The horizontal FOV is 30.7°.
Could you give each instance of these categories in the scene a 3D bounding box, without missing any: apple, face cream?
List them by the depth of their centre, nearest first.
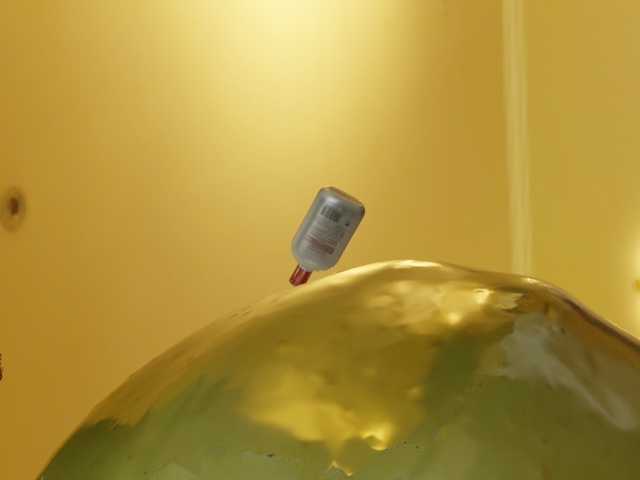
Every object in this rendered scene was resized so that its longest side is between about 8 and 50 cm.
[{"bbox_3d":[0.030,0.183,0.552,0.357,0.357,0.357,2,-90,-69],"label":"apple"},{"bbox_3d":[0.000,0.000,0.893,0.083,0.040,0.021,-60,5,21],"label":"face cream"}]

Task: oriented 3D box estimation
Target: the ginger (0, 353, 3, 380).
[{"bbox_3d":[-0.374,0.102,0.708,0.236,0.375,0.166,59,171,-5],"label":"ginger"}]
